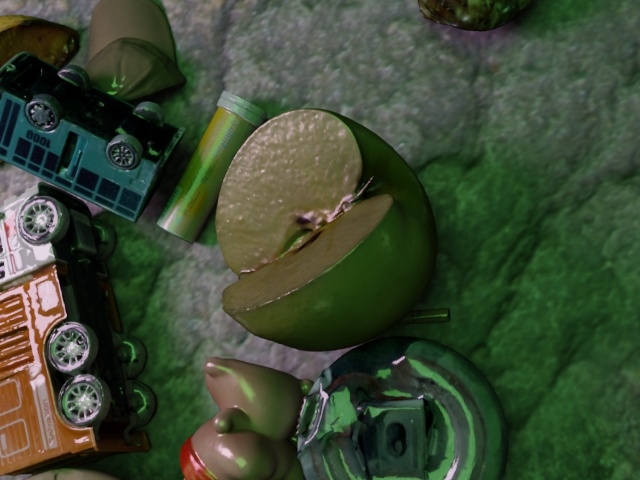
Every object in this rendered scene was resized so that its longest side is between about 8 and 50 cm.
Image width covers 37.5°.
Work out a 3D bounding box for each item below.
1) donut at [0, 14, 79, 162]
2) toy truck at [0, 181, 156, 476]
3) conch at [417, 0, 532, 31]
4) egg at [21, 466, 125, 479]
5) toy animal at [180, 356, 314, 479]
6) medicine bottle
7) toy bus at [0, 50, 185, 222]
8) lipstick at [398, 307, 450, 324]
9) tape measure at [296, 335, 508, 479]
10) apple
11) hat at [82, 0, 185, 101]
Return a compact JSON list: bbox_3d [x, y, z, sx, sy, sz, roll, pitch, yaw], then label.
[{"bbox_3d":[-0.501,-0.257,1.452,0.101,0.152,0.259,34,88,27],"label":"donut"},{"bbox_3d":[-0.384,0.129,1.323,0.206,0.173,0.388,-20,73,10],"label":"toy truck"},{"bbox_3d":[0.214,-0.362,1.277,0.181,0.124,0.187,-1,53,27],"label":"conch"},{"bbox_3d":[-0.329,0.407,1.230,0.269,0.219,0.219,2,79,2],"label":"egg"},{"bbox_3d":[-0.099,0.260,1.224,0.171,0.171,0.198,10,80,18],"label":"toy animal"},{"bbox_3d":[-0.159,-0.105,1.362,0.074,0.074,0.218,29,90,20],"label":"medicine bottle"},{"bbox_3d":[-0.339,-0.144,1.332,0.256,0.128,0.147,26,125,-6],"label":"toy bus"},{"bbox_3d":[0.125,0.102,1.259,0.094,0.019,0.019,-6,77,16],"label":"lipstick"},{"bbox_3d":[0.102,0.255,1.159,0.256,0.147,0.275,-7,81,9],"label":"tape measure"},{"bbox_3d":[0.012,0.002,1.195,0.258,0.233,0.295,-43,46,25],"label":"apple"},{"bbox_3d":[-0.309,-0.291,1.421,0.166,0.144,0.173,-16,97,11],"label":"hat"}]
